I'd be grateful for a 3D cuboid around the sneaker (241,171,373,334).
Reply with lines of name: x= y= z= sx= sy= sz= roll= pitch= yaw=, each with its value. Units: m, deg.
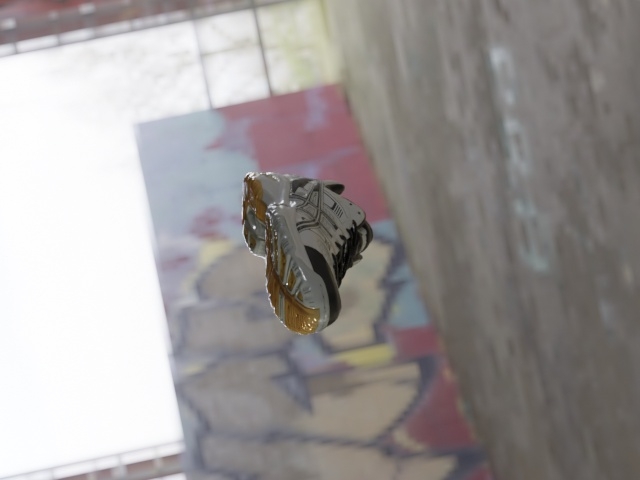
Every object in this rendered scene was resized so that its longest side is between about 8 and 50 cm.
sneaker: x=0.000 y=0.000 z=0.603 sx=0.083 sy=0.037 sz=0.032 roll=-112 pitch=24 yaw=-60
